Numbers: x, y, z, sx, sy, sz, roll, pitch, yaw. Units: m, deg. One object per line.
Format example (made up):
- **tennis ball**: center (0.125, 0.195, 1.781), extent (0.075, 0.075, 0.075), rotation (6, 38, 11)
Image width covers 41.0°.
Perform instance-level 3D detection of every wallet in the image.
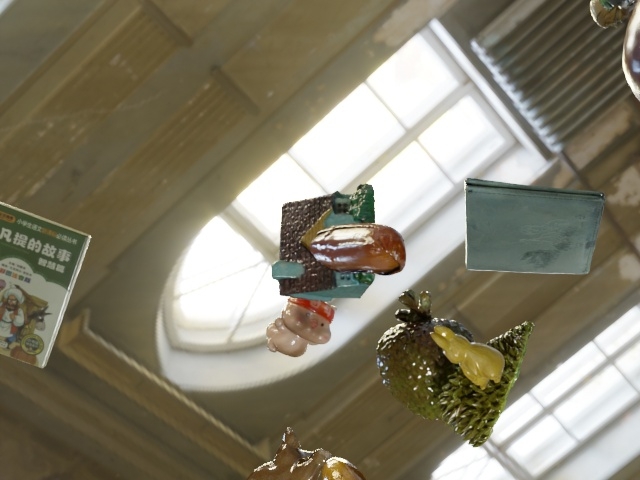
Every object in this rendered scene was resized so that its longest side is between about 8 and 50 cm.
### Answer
- **wallet**: center (0.398, -0.022, 1.626), extent (0.290, 0.251, 0.054), rotation (76, -159, -57)

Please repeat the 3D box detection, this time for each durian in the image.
- **durian**: center (0.421, 0.355, 2.058), extent (0.198, 0.394, 0.163), rotation (2, -150, -37)

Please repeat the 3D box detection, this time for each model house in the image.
- **model house**: center (0.000, 0.000, 2.191), extent (0.230, 0.248, 0.280), rotation (117, 155, -71)

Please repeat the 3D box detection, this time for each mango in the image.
- **mango**: center (0.061, 0.548, 1.790), extent (0.227, 0.109, 0.147), rotation (-125, 17, -57)

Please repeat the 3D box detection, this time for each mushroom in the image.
- **mushroom**: center (0.615, -0.493, 1.674), extent (0.081, 0.223, 0.092), rotation (56, 164, -8)

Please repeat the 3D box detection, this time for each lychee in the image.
- **lychee**: center (0.281, 0.312, 2.265), extent (0.270, 0.270, 0.320), rotation (36, -155, -55)

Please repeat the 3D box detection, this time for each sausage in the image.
- **sausage**: center (0.069, 0.012, 1.670), extent (0.102, 0.102, 0.330), rotation (46, 164, -16)

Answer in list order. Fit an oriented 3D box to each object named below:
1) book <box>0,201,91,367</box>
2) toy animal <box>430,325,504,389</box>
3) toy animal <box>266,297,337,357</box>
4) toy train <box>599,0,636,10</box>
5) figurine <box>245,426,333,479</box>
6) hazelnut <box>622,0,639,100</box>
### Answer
- **book**: center (-0.559, 0.079, 1.570), extent (0.202, 0.264, 0.027), rotation (21, -175, -3)
- **toy animal**: center (0.274, 0.210, 1.636), extent (0.159, 0.070, 0.083), rotation (31, -128, -11)
- **toy animal**: center (-0.052, 0.235, 2.410), extent (0.171, 0.198, 0.171), rotation (33, -158, -15)
- **toy train**: center (0.389, -0.423, 1.235), extent (0.202, 0.060, 0.081), rotation (46, -132, -11)
- **figurine**: center (-0.074, 0.611, 2.120), extent (0.177, 0.247, 0.173), rotation (25, 166, 36)
- **hazelnut**: center (0.672, -0.350, 1.364), extent (0.359, 0.409, 0.359), rotation (15, -164, -4)
